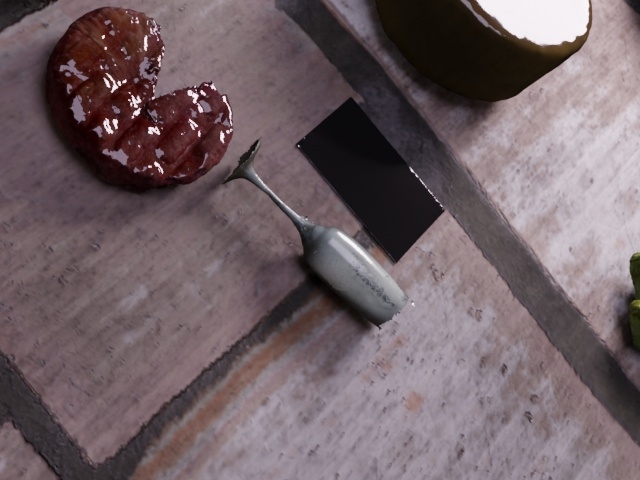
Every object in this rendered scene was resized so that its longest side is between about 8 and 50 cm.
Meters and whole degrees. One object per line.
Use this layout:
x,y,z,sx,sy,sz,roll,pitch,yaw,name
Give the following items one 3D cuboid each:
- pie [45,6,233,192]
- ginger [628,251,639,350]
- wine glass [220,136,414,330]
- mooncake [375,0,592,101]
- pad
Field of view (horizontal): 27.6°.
-0.202,-0.154,1.433,0.204,0.054,0.218,-35,91,-41,pie
0.496,0.048,1.806,0.137,0.089,0.290,37,52,10,ginger
0.000,0.000,1.488,0.262,0.074,0.074,45,49,-9,wine glass
0.212,-0.329,1.748,0.284,0.155,0.284,15,59,-26,mooncake
0.065,-0.077,1.615,0.190,0.004,0.127,50,49,-3,pad
